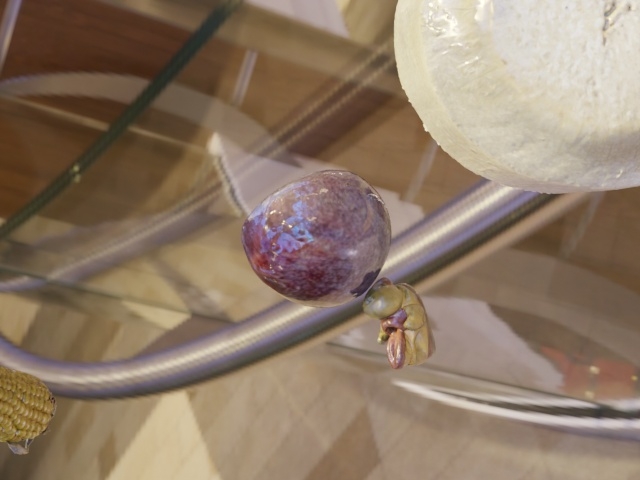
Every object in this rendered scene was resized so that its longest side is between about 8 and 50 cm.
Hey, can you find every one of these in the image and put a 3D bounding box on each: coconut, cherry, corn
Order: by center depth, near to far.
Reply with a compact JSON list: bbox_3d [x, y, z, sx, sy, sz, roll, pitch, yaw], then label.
[{"bbox_3d":[0.173,-0.149,0.824,0.266,0.237,0.237,-134,61,-81],"label":"coconut"},{"bbox_3d":[0.000,-0.003,1.361,0.140,0.176,0.176,47,120,35],"label":"cherry"},{"bbox_3d":[-0.452,0.191,1.460,0.106,0.293,0.106,-13,65,29],"label":"corn"}]

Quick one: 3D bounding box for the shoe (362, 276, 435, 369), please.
[{"bbox_3d":[0.096,0.100,1.407,0.072,0.069,0.109,0,109,46],"label":"shoe"}]
